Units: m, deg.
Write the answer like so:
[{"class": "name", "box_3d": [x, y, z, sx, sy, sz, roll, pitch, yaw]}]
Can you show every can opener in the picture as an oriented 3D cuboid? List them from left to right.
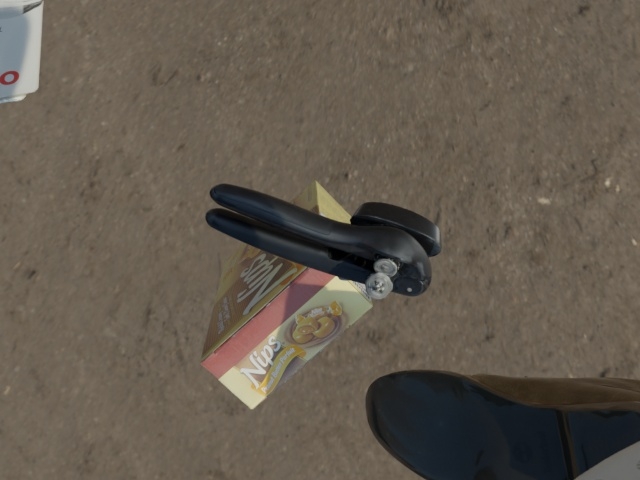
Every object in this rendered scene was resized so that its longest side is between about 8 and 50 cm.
[{"class": "can opener", "box_3d": [0.000, 0.000, 0.623, 0.186, 0.073, 0.059, 12, 121, 3]}]

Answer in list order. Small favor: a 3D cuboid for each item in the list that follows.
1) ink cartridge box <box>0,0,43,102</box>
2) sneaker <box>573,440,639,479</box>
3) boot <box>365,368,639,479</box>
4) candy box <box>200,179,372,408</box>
[{"class": "ink cartridge box", "box_3d": [-0.335, -0.234, 0.641, 0.114, 0.197, 0.272, 53, 142, 24]}, {"class": "sneaker", "box_3d": [0.187, 0.082, 0.241, 0.258, 0.169, 0.448, 22, 146, -33]}, {"class": "boot", "box_3d": [0.186, 0.167, 0.735, 0.305, 0.115, 0.112, 0, 101, 36]}, {"class": "candy box", "box_3d": [-0.042, 0.050, 0.992, 0.183, 0.316, 0.087, -42, 106, 12]}]
